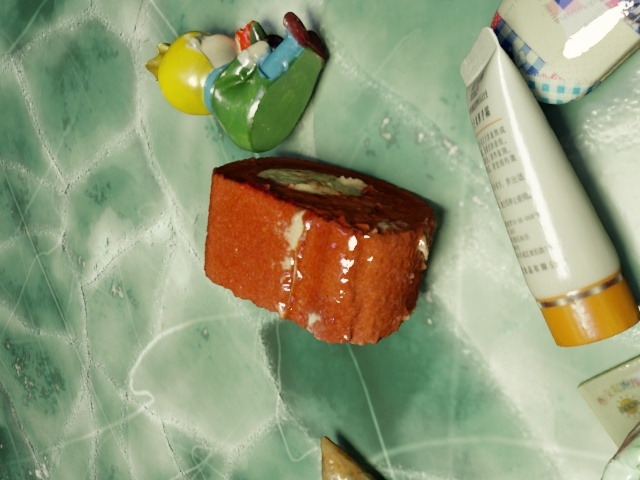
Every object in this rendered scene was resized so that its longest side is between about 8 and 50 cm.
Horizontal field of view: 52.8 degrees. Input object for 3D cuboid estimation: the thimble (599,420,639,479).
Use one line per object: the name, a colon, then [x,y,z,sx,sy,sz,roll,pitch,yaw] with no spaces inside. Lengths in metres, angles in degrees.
thimble: [0.343,0.219,0.552,0.185,0.149,0.211,1,101,39]

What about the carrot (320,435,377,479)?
carrot: [0.062,0.380,0.847,0.102,0.102,0.263,-36,77,35]

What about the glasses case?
glasses case: [0.287,-0.263,0.562,0.125,0.076,0.327,51,123,13]

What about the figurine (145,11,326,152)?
figurine: [-0.116,-0.232,0.842,0.234,0.127,0.185,41,109,38]

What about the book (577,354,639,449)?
book: [0.416,0.223,0.605,0.208,0.020,0.295,-41,75,35]

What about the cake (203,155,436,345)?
cake: [0.000,0.000,0.759,0.283,0.177,0.151,21,111,30]

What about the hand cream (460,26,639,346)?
hand cream: [0.211,-0.052,0.649,0.089,0.140,0.314,-25,90,1]
